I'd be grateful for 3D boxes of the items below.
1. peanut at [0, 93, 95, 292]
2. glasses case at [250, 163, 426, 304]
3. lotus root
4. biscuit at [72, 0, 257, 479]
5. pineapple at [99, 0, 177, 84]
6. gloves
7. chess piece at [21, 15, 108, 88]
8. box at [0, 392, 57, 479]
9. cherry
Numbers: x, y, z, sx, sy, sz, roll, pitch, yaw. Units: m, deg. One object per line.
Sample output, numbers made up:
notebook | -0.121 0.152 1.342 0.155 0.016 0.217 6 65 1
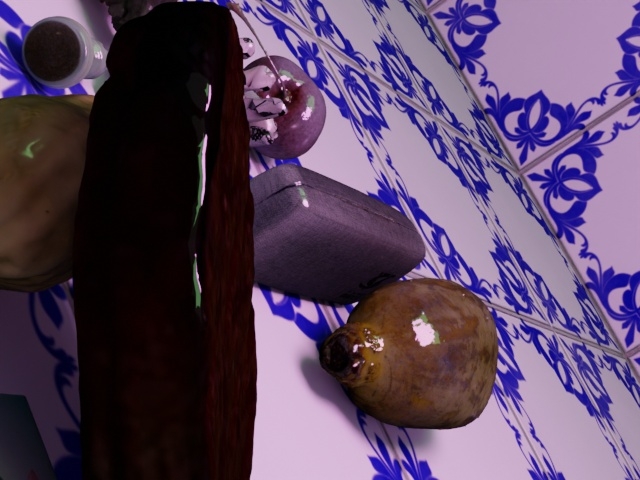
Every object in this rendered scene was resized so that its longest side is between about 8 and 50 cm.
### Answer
peanut | -0.205 -0.040 0.947 0.148 0.147 0.319 53 6 -7
glasses case | 0.000 0.000 1.398 0.323 0.131 0.074 19 43 -61
lotus root | 0.106 0.130 1.427 0.173 0.173 0.309 61 22 16
biscuit | -0.097 0.045 0.854 0.407 0.091 0.408 -1 90 -88
pineapple | -0.195 -0.243 1.374 0.119 0.130 0.277 80 -9 -50
gloves | -0.117 -0.175 1.450 0.128 0.111 0.212 86 -19 -52
chess piece | -0.237 -0.177 1.230 0.067 0.067 0.103 56 10 1
box | -0.189 0.199 0.657 0.153 0.092 0.245 18 42 -61
cherry | -0.065 -0.187 1.584 0.188 0.115 0.148 56 25 7
